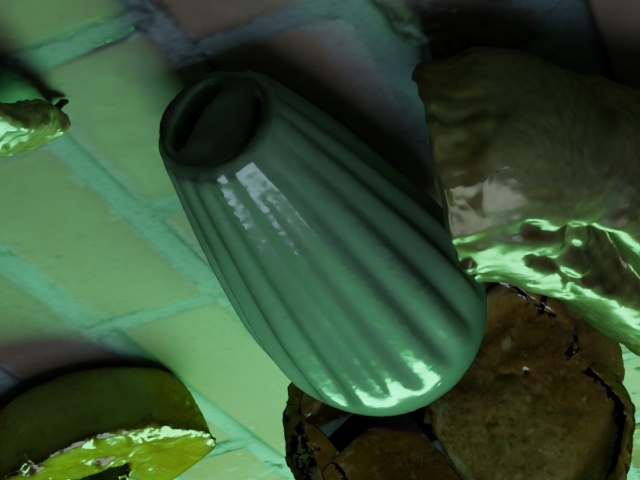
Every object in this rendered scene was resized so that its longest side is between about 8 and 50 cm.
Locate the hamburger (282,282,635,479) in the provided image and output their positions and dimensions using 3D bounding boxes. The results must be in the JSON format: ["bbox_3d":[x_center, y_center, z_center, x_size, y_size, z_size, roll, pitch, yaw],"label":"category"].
[{"bbox_3d":[0.089,0.114,1.022,0.231,0.231,0.107,-5,165,-13],"label":"hamburger"}]

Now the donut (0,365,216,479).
[{"bbox_3d":[-0.159,0.140,1.138,0.162,0.065,0.178,6,149,-42],"label":"donut"}]

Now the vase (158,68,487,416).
[{"bbox_3d":[0.000,0.000,0.854,0.128,0.128,0.248,-19,145,16],"label":"vase"}]

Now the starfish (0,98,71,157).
[{"bbox_3d":[-0.214,-0.092,0.624,0.432,0.082,0.324,-9,151,-12],"label":"starfish"}]

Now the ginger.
[{"bbox_3d":[0.160,-0.018,0.873,0.190,0.126,0.354,-29,151,36],"label":"ginger"}]
